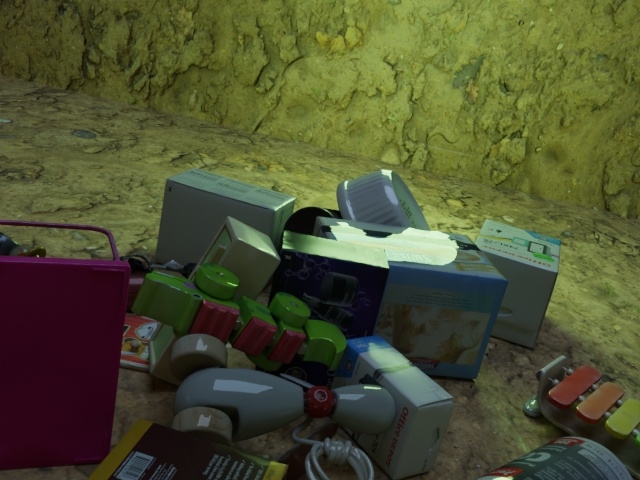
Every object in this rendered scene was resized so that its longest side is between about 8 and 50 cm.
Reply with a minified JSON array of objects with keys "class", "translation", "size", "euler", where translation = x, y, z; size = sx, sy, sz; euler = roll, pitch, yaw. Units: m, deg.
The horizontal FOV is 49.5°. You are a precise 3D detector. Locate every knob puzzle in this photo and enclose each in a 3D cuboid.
[{"class":"knob puzzle","translation":[-0.352,0.166,1.242],"size":[0.213,0.029,0.213],"euler":[11,20,-4]}]

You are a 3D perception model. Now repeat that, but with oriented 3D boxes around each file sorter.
[{"class":"file sorter","translation":[-0.385,0.131,0.941],"size":[0.202,0.290,0.182],"euler":[4,19,-23]}]

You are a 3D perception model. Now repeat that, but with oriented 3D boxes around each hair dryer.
[{"class":"hair dryer","translation":[-0.391,0.091,1.403],"size":[0.224,0.080,0.294],"euler":[5,9,28]}]

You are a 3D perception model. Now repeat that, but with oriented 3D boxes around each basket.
[{"class":"basket","translation":[0.000,0.000,1.583],"size":[0.204,0.154,0.227],"euler":[-26,-9,9]}]

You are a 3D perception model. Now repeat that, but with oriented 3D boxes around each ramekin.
[{"class":"ramekin","translation":[0.158,-0.038,1.590],"size":[0.127,0.272,0.273],"euler":[-27,11,18]}]

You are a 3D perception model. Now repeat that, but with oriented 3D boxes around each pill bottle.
[{"class":"pill bottle","translation":[0.270,0.363,0.884],"size":[0.283,0.161,0.161],"euler":[-5,26,-41]}]

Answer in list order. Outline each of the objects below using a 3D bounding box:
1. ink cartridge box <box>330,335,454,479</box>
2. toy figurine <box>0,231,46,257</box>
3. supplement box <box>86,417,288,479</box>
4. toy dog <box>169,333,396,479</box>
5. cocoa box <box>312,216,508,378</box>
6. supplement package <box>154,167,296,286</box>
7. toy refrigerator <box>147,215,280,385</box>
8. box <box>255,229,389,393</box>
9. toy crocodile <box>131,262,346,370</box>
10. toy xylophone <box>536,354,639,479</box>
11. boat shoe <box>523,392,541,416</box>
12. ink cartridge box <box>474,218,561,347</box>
[{"class":"ink cartridge box","translation":[0.104,0.259,1.099],"size":[0.082,0.139,0.191],"euler":[0,23,-34]},{"class":"toy figurine","translation":[-0.535,0.094,1.066],"size":[0.148,0.209,0.213],"euler":[25,23,17]},{"class":"supplement box","translation":[-0.161,0.326,0.773],"size":[0.194,0.129,0.191],"euler":[15,20,8]},{"class":"toy dog","translation":[-0.076,0.259,0.996],"size":[0.334,0.161,0.220],"euler":[24,44,0]},{"class":"cocoa box","translation":[0.150,0.112,1.389],"size":[0.347,0.231,0.228],"euler":[8,20,-13]},{"class":"supplement package","translation":[-0.217,-0.025,1.585],"size":[0.262,0.204,0.145],"euler":[17,19,12]},{"class":"toy refrigerator","translation":[-0.183,0.102,1.141],"size":[0.094,0.269,0.102],"euler":[29,13,-25]},{"class":"box","translation":[-0.003,0.132,1.200],"size":[0.184,0.261,0.103],"euler":[11,20,-3]},{"class":"toy crocodile","translation":[-0.116,0.127,1.053],"size":[0.341,0.115,0.105],"euler":[24,15,-29]},{"class":"toy xylophone","translation":[0.547,0.323,1.258],"size":[0.323,0.081,0.236],"euler":[28,24,25]},{"class":"boat shoe","translation":[0.417,0.303,1.321],"size":[0.035,0.035,0.100],"euler":[27,24,35]},{"class":"ink cartridge box","translation":[0.450,0.095,1.668],"size":[0.198,0.197,0.270],"euler":[17,21,14]}]
